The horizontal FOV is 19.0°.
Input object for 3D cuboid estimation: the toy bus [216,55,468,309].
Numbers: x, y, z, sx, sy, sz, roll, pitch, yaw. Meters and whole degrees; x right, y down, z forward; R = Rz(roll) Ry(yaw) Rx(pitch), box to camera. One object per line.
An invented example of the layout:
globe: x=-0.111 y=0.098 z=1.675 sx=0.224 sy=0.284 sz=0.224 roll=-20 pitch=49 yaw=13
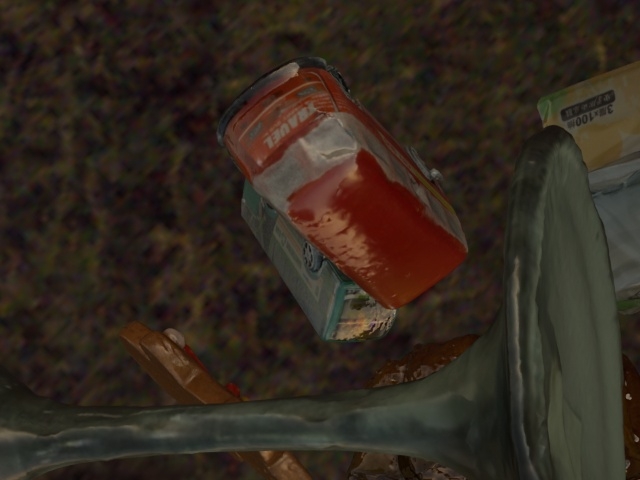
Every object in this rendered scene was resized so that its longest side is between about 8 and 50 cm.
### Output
toy bus: x=0.016 y=-0.027 z=1.048 sx=0.079 sy=0.077 sz=0.174 roll=-36 pitch=145 yaw=9

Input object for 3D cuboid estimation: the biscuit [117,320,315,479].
biscuit: x=-0.114 y=0.167 z=2.026 sx=0.324 sy=0.049 sz=0.205 roll=29 pitch=160 yaw=51

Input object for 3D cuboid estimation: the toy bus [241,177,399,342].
toy bus: x=0.000 y=0.000 z=1.913 sx=0.261 sy=0.091 sz=0.109 roll=-123 pitch=37 yaw=-51

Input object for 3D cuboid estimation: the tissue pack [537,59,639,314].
tissue pack: x=0.264 y=-0.062 z=1.280 sx=0.229 sy=0.145 sz=0.159 roll=-19 pitch=71 yaw=25

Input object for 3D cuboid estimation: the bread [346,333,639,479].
bread: x=0.134 y=0.147 z=1.406 sx=0.232 sy=0.135 sz=0.246 roll=-1 pitch=167 yaw=-4

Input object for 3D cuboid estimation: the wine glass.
wine glass: x=-0.096 y=0.073 z=0.735 sx=0.406 sy=0.267 sz=0.267 roll=-6 pitch=120 yaw=17
